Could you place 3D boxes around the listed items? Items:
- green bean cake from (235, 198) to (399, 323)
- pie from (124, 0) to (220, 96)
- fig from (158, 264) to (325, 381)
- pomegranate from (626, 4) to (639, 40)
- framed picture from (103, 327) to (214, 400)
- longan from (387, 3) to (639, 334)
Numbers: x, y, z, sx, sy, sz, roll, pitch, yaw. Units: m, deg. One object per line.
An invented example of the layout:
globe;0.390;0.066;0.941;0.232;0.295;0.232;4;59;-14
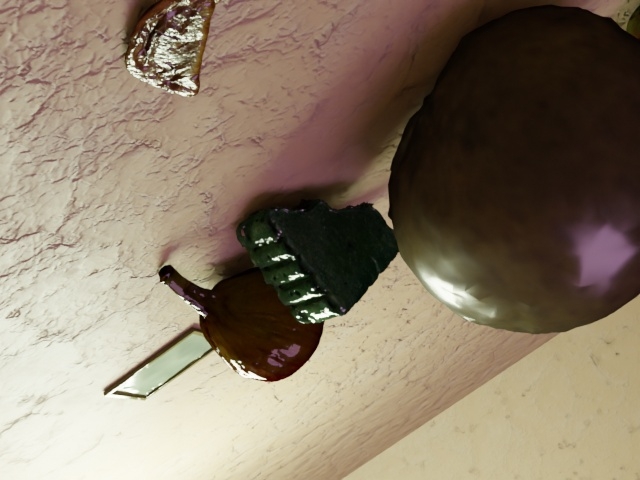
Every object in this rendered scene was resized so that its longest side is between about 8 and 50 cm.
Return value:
green bean cake;0.000;0.000;1.478;0.107;0.193;0.208;-29;-169;49
pie;-0.149;-0.201;0.983;0.088;0.033;0.191;-12;157;-24
fig;-0.132;0.094;1.541;0.290;0.190;0.190;34;120;-21
pomegranate;0.547;-0.311;1.523;0.159;0.159;0.205;-41;-178;21
framed picture;-0.269;0.221;1.746;0.201;0.010;0.136;-36;159;11
longan;0.302;-0.080;1.347;0.404;0.404;0.436;-10;147;-43
